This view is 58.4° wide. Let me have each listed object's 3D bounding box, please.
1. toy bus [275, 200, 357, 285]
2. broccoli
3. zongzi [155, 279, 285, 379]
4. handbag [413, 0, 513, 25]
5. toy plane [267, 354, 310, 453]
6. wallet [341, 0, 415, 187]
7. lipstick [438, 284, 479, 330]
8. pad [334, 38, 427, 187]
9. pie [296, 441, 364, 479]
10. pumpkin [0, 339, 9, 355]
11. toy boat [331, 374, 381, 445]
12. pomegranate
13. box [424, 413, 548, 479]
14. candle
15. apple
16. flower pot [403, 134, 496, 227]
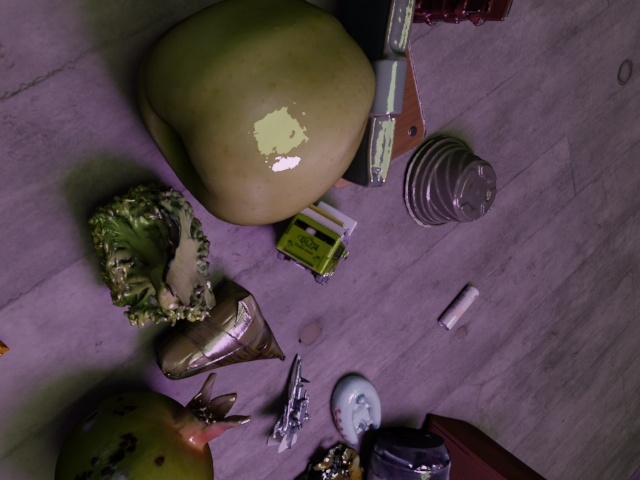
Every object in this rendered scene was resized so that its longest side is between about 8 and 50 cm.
[{"bbox_3d":[0.000,0.000,1.089,0.113,0.301,0.139,29,90,5],"label":"toy bus"},{"bbox_3d":[-0.291,0.044,0.937,0.180,0.273,0.243,-16,120,7],"label":"broccoli"},{"bbox_3d":[-0.194,0.228,1.145,0.221,0.112,0.242,-37,133,-17],"label":"zongzi"},{"bbox_3d":[0.284,-0.557,1.104,0.084,0.260,0.276,13,100,-41],"label":"handbag"},{"bbox_3d":[-0.057,0.385,1.317,0.160,0.082,0.234,3,107,-64],"label":"toy plane"},{"bbox_3d":[0.079,-0.280,1.047,0.083,0.252,0.361,2,105,-19],"label":"wallet"},{"bbox_3d":[0.385,0.185,1.590,0.141,0.040,0.040,-48,128,-13],"label":"lipstick"},{"bbox_3d":[0.103,-0.286,1.228,0.286,0.018,0.284,-31,123,-22],"label":"pad"},{"bbox_3d":[-0.035,0.686,1.446,0.371,0.078,0.297,-29,123,-26],"label":"pie"},{"bbox_3d":[-0.545,0.170,0.899,0.074,0.054,0.083,-43,105,-20],"label":"pumpkin"},{"bbox_3d":[0.100,0.433,1.452,0.134,0.078,0.208,-27,122,-23],"label":"toy boat"},{"bbox_3d":[-0.296,0.379,0.985,0.290,0.291,0.323,25,117,-39],"label":"pomegranate"},{"bbox_3d":[0.433,0.693,1.625,0.239,0.339,0.230,21,97,-39],"label":"box"},{"bbox_3d":[0.221,0.681,1.515,0.221,0.221,0.343,5,93,-37],"label":"candle"},{"bbox_3d":[-0.098,-0.207,0.901,0.357,0.357,0.358,-13,114,-32],"label":"apple"},{"bbox_3d":[0.327,-0.128,1.370,0.235,0.140,0.236,-15,117,-32],"label":"flower pot"}]
